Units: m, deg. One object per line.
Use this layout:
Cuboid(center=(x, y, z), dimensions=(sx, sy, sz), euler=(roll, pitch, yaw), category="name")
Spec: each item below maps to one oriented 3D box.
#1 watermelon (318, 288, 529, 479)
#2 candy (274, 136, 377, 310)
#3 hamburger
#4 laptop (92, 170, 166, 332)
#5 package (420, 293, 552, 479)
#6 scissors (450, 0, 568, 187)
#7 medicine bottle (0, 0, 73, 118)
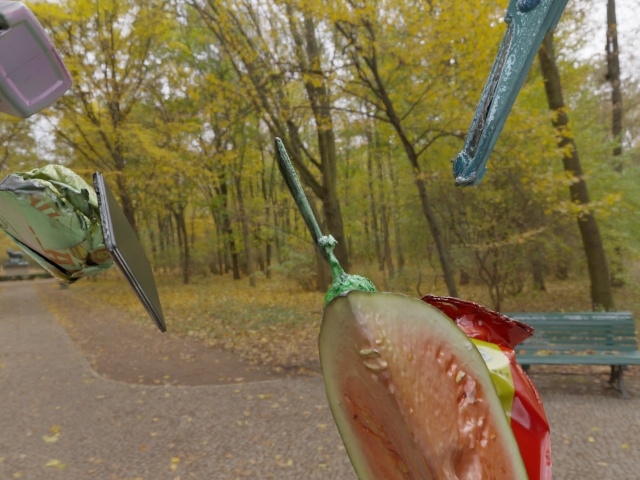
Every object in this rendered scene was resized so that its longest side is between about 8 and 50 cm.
Cuboid(center=(0.073, 0.177, 0.409), dimensions=(0.128, 0.304, 0.159), euler=(-24, -2, 32), category="watermelon")
Cuboid(center=(0.001, 0.000, 0.740), dimensions=(0.097, 0.324, 0.097), euler=(-25, 8, 4), category="candy")
Cuboid(center=(-0.428, -0.038, 0.855), dimensions=(0.214, 0.125, 0.235), euler=(32, -51, -9), category="hamburger")
Cuboid(center=(-0.229, 0.019, 0.612), dimensions=(0.016, 0.129, 0.180), euler=(-20, -38, -10), category="laptop")
Cuboid(center=(0.156, 0.271, 0.573), dimensions=(0.195, 0.424, 0.123), euler=(21, -36, -12), category="package")
Cuboid(center=(0.210, -0.229, 0.466), dimensions=(0.032, 0.393, 0.180), euler=(8, 22, -26), category="scissors")
Cuboid(center=(-0.424, -0.237, 0.641), dimensions=(0.187, 0.094, 0.119), euler=(19, -34, 28), category="medicine bottle")
